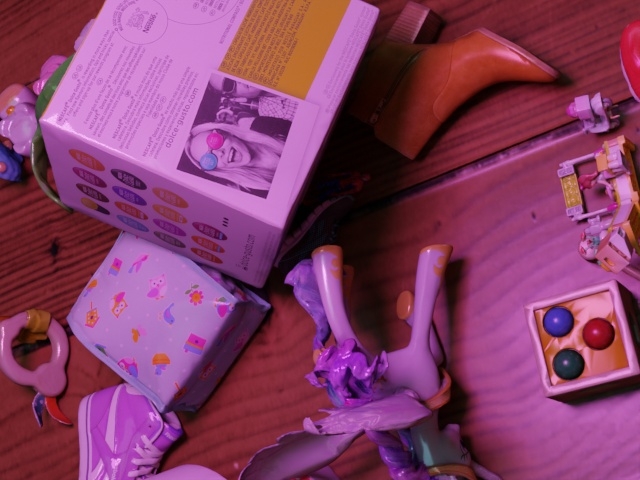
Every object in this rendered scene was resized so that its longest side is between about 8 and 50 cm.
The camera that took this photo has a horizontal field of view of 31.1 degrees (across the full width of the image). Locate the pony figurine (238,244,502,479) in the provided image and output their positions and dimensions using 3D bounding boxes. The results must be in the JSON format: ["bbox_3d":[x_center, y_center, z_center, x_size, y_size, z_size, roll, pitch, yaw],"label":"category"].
[{"bbox_3d":[0.068,0.192,1.514,0.303,0.351,0.363,-36,59,53],"label":"pony figurine"}]

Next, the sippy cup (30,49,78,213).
[{"bbox_3d":[-0.301,-0.176,1.848,0.224,0.240,0.305,51,125,17],"label":"sippy cup"}]

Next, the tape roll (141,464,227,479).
[{"bbox_3d":[-0.189,0.466,1.626,0.286,0.100,0.286,11,106,43],"label":"tape roll"}]

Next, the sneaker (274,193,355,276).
[{"bbox_3d":[0.000,0.000,1.739,0.166,0.065,0.076,-44,79,15],"label":"sneaker"}]

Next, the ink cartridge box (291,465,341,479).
[{"bbox_3d":[-0.048,0.371,1.642,0.135,0.099,0.056,-47,63,9],"label":"ink cartridge box"}]

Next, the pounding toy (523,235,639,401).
[{"bbox_3d":[0.364,0.087,1.502,0.181,0.094,0.206,-18,71,23],"label":"pounding toy"}]

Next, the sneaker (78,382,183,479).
[{"bbox_3d":[-0.284,0.353,1.770,0.161,0.102,0.282,-17,70,19],"label":"sneaker"}]

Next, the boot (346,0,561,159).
[{"bbox_3d":[0.187,-0.210,1.672,0.295,0.104,0.211,29,97,35],"label":"boot"}]

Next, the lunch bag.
[{"bbox_3d":[-0.247,0.107,1.777,0.262,0.160,0.223,37,97,23],"label":"lunch bag"}]

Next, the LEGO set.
[{"bbox_3d":[0.361,-0.049,1.516,0.107,0.132,0.287,-18,48,28],"label":"LEGO set"}]

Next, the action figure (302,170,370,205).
[{"bbox_3d":[0.024,-0.083,1.757,0.115,0.030,0.038,-15,66,21],"label":"action figure"}]

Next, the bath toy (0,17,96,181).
[{"bbox_3d":[-0.448,-0.253,1.985,0.348,0.129,0.151,-40,74,15],"label":"bath toy"}]

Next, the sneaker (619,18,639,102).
[{"bbox_3d":[0.469,-0.183,1.499,0.107,0.118,0.279,-27,67,18],"label":"sneaker"}]

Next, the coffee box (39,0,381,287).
[{"bbox_3d":[-0.153,-0.179,1.589,0.334,0.337,0.338,24,72,-1],"label":"coffee box"}]

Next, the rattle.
[{"bbox_3d":[-0.491,0.221,1.927,0.142,0.130,0.200,-16,97,34],"label":"rattle"}]
